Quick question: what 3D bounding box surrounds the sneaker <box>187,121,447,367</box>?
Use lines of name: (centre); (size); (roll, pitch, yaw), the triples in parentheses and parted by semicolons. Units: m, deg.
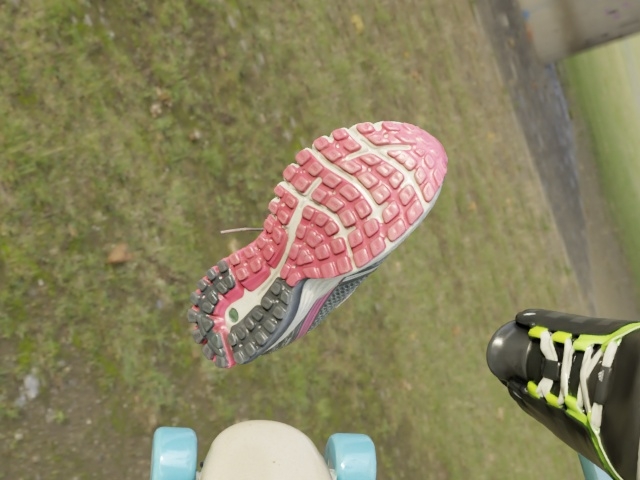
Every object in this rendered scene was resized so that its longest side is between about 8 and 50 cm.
sneaker: (0.000, 0.000, 0.912); (0.112, 0.299, 0.121); (-6, 60, -57)

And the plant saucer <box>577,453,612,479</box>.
plant saucer: (0.227, 0.182, 0.772); (0.067, 0.018, 0.192); (22, 46, -38)

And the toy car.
toy car: (-0.062, 0.323, 0.968); (0.210, 0.219, 0.238); (-109, -155, -61)

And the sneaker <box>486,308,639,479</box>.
sneaker: (0.134, 0.080, 0.521); (0.234, 0.097, 0.084); (50, 55, -81)
